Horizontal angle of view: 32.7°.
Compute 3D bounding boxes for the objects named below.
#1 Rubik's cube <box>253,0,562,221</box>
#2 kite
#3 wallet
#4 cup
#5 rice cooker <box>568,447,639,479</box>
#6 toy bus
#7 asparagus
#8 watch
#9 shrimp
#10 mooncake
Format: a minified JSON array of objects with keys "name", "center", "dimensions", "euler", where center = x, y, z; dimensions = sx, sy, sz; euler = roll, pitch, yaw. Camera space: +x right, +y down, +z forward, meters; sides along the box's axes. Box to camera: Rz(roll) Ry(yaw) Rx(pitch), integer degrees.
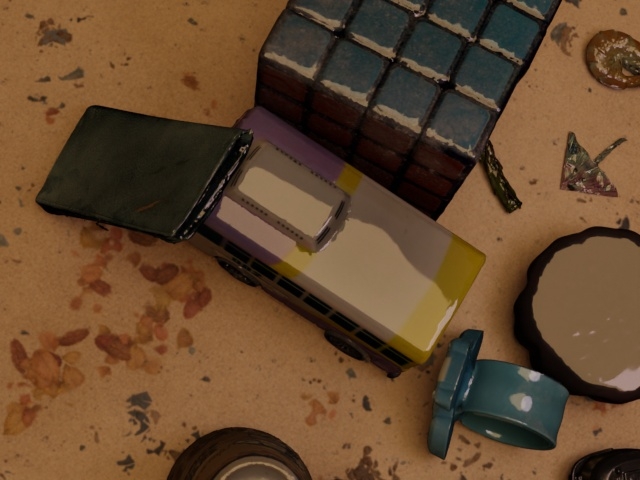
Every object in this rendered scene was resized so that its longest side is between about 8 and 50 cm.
[{"name":"Rubik's cube","center":[0.115,-0.270,1.648],"dimensions":[0.344,0.344,0.337],"euler":[26,74,-1]},{"name":"kite","center":[0.466,-0.130,1.859],"dimensions":[0.157,0.011,0.139],"euler":[-38,90,-13]},{"name":"wallet","center":[-0.265,-0.100,1.576],"dimensions":[0.046,0.379,0.190],"euler":[43,69,-42]},{"name":"cup","center":[-0.065,0.378,1.543],"dimensions":[0.301,0.257,0.227],"euler":[-1,81,-12]},{"name":"rice cooker","center":[0.475,0.381,1.710],"dimensions":[0.165,0.106,0.112],"euler":[-6,84,-22]},{"name":"toy bus","center":[0.000,0.000,1.629],"dimensions":[0.440,0.249,0.209],"euler":[34,75,-2]},{"name":"asparagus","center":[0.287,-0.122,1.816],"dimensions":[0.036,0.030,0.165],"euler":[-24,84,-4]},{"name":"watch","center":[0.273,0.245,1.658],"dimensions":[0.193,0.211,0.211],"euler":[16,76,12]},{"name":"shrimp","center":[0.543,-0.300,1.889],"dimensions":[0.180,0.041,0.099],"euler":[24,77,-5]},{"name":"mooncake","center":[0.449,0.120,1.739],"dimensions":[0.283,0.141,0.283],"euler":[0,77,0]}]
